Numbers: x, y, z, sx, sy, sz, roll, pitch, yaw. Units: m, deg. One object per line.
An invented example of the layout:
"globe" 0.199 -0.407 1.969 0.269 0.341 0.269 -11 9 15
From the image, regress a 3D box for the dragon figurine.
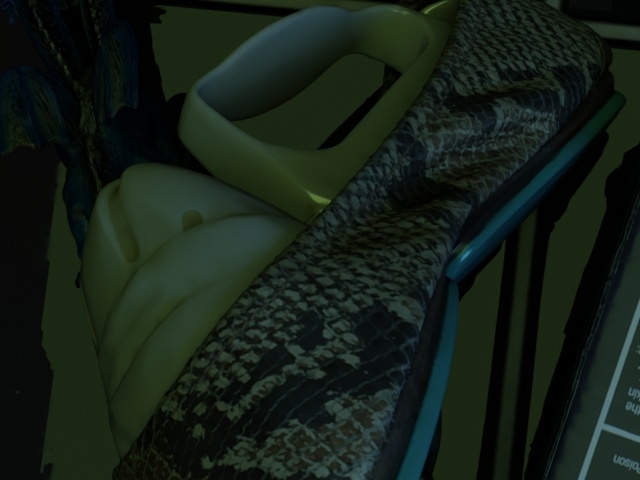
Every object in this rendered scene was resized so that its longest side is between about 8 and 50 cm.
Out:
"dragon figurine" -0.121 -0.058 0.783 0.085 0.289 0.144 -21 125 5

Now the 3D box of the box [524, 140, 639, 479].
"box" 0.261 0.112 0.738 0.296 0.183 0.294 20 85 9

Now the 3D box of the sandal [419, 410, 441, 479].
"sandal" 0.046 0.095 0.810 0.054 0.097 0.254 -19 93 4

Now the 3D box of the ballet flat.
"ballet flat" 0.000 0.000 0.667 0.182 0.483 0.164 37 130 0
